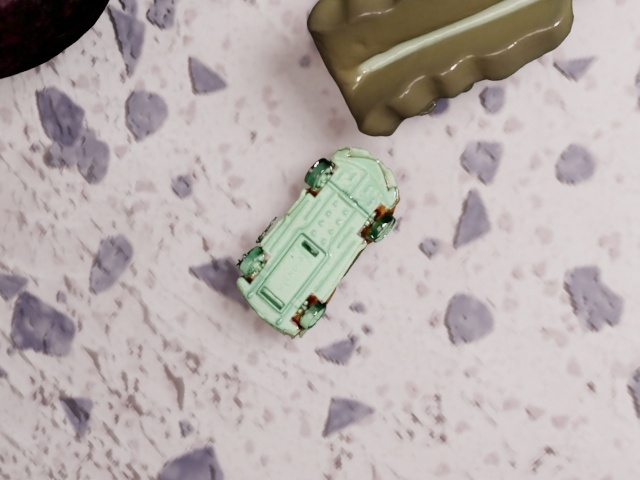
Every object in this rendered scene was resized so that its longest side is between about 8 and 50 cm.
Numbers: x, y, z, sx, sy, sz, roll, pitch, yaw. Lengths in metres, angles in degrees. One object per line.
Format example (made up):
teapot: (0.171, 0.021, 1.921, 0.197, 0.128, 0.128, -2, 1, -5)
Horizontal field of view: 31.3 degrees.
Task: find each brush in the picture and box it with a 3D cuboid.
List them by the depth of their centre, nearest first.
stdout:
brush: (0.140, -0.142, 0.585, 0.301, 0.071, 0.084, -22, 103, 17)

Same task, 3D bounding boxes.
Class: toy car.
toy car: (0.000, 0.000, 0.676, 0.059, 0.035, 0.122, 41, 103, 16)

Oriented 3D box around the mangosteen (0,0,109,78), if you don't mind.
mangosteen: (-0.230, -0.205, 0.670, 0.265, 0.228, 0.228, 24, 108, 52)
